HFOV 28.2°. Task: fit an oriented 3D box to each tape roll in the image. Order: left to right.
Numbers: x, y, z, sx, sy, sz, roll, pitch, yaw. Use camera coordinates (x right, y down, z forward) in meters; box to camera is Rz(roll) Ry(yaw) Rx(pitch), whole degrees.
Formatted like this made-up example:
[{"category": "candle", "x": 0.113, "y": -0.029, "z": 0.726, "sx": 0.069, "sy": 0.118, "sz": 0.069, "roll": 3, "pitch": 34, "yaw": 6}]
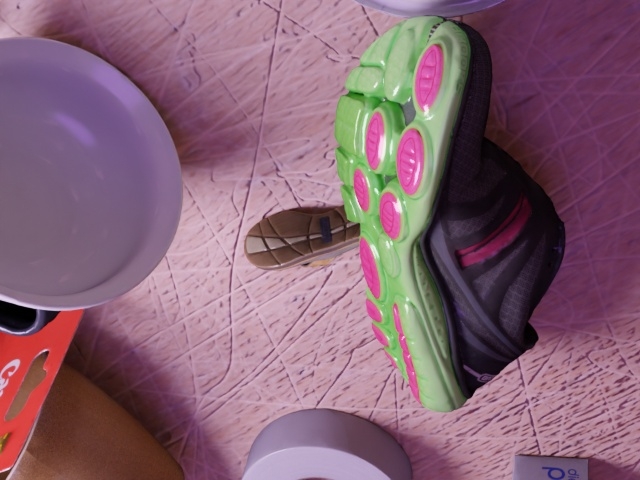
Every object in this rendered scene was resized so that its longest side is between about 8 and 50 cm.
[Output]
[{"category": "tape roll", "x": 0.007, "y": 0.321, "z": 1.648, "sx": 0.219, "sy": 0.072, "sz": 0.219, "roll": 5, "pitch": 126, "yaw": 7}]

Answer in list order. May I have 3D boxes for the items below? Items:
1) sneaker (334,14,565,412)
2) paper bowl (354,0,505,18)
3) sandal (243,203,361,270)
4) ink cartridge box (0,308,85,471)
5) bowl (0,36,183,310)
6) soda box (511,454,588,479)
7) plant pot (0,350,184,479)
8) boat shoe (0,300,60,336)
[{"category": "sneaker", "x": 0.141, "y": -0.035, "z": 1.307, "sx": 0.202, "sy": 0.185, "sz": 0.482, "roll": -24, "pitch": 136, "yaw": -16}, {"category": "paper bowl", "x": 0.094, "y": -0.329, "z": 1.116, "sx": 0.284, "sy": 0.148, "sz": 0.284, "roll": 6, "pitch": 125, "yaw": 8}, {"category": "sandal", "x": 0.000, "y": 0.000, "z": 1.429, "sx": 0.180, "sy": 0.072, "sz": 0.049, "roll": -14, "pitch": 143, "yaw": 15}, {"category": "ink cartridge box", "x": -0.481, "y": 0.183, "z": 1.497, "sx": 0.385, "sy": 0.308, "sz": 0.091, "roll": -21, "pitch": 120, "yaw": 23}, {"category": "bowl", "x": -0.305, "y": -0.052, "z": 1.337, "sx": 0.298, "sy": 0.298, "sz": 0.134, "roll": 37, "pitch": 146, "yaw": -15}, {"category": "soda box", "x": 0.268, "y": 0.387, "z": 1.509, "sx": 0.098, "sy": 0.286, "sz": 0.091, "roll": 2, "pitch": 126, "yaw": 12}, {"category": "plant pot", "x": -0.309, "y": 0.290, "z": 1.613, "sx": 0.254, "sy": 0.237, "sz": 0.237, "roll": 32, "pitch": 126, "yaw": -30}, {"category": "boat shoe", "x": -0.481, "y": -0.058, "z": 1.421, "sx": 0.500, "sy": 0.156, "sz": 0.187, "roll": 33, "pitch": 127, "yaw": -12}]
